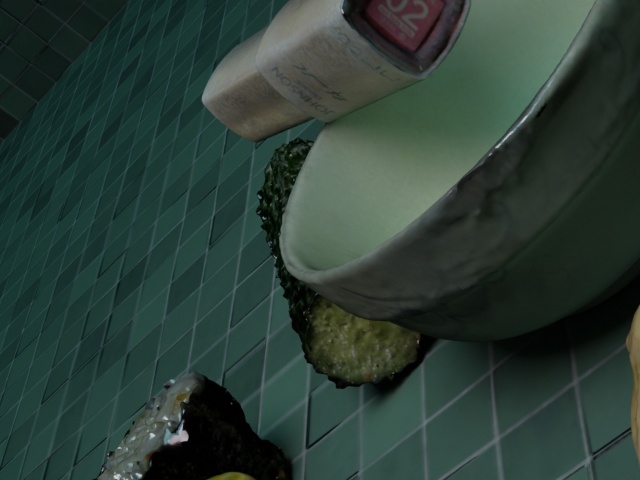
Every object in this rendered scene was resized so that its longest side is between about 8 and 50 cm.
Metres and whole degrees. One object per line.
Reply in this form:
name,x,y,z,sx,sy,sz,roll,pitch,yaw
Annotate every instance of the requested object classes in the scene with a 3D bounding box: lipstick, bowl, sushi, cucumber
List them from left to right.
sushi,-0.104,0.195,0.984,0.147,0.115,0.212,-36,15,44
lipstick,-0.001,-0.123,0.925,0.077,0.079,0.253,-59,17,-21
cucumber,0.000,0.000,1.116,0.096,0.096,0.359,-50,21,10
bowl,0.127,-0.063,0.864,0.307,0.163,0.307,-44,23,25

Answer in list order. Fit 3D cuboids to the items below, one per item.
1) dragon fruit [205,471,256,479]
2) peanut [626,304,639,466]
dragon fruit,-0.096,0.282,0.766,0.227,0.243,0.307,-25,70,18
peanut,0.198,0.102,0.494,0.140,0.153,0.325,-43,30,13
